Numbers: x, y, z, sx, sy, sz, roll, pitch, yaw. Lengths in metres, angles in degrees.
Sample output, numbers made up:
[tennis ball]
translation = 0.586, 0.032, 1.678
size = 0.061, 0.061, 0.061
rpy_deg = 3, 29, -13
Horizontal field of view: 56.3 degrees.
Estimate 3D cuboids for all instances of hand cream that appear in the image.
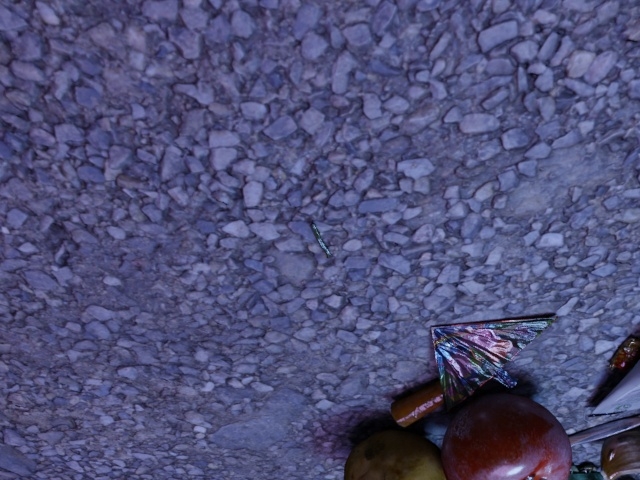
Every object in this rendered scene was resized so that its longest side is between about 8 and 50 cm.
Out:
[hand cream]
translation = 0.675, 0.300, 1.245
size = 0.121, 0.076, 0.336
rpy_deg = -5, 144, -3

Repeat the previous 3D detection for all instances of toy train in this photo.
[toy train]
translation = 0.656, 0.651, 1.586
size = 0.194, 0.081, 0.125
rpy_deg = -1, 138, -3

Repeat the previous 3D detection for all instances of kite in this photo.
[kite]
translation = 0.314, 0.225, 1.198
size = 0.234, 0.016, 0.321
rpy_deg = 34, 114, -14

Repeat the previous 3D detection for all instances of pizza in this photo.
[pizza]
translation = 0.659, 0.240, 1.232
size = 0.099, 0.029, 0.100
rpy_deg = 7, 134, -9

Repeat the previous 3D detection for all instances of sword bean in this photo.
[sword bean]
translation = 0.000, 0.000, 0.999
size = 0.012, 0.012, 0.083
rpy_deg = -17, 132, 14

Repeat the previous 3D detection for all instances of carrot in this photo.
[carrot]
translation = 0.250, 0.331, 1.291
size = 0.209, 0.061, 0.061
rpy_deg = -38, 124, 24

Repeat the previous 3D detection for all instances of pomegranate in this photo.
[pomegranate]
translation = 0.177, 0.561, 1.385
size = 0.260, 0.260, 0.260
rpy_deg = -1, 133, -1

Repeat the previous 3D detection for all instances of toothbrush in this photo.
[toothbrush]
translation = 0.609, 0.498, 1.472
size = 0.375, 0.028, 0.037
rpy_deg = -28, 139, 23

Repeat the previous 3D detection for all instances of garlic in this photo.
[garlic]
translation = 0.768, 0.513, 1.411
size = 0.198, 0.128, 0.090
rpy_deg = -4, 154, 25

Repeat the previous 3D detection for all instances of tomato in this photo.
[tomato]
translation = 0.387, 0.451, 1.285
size = 0.270, 0.227, 0.270
rpy_deg = -9, 125, -13
